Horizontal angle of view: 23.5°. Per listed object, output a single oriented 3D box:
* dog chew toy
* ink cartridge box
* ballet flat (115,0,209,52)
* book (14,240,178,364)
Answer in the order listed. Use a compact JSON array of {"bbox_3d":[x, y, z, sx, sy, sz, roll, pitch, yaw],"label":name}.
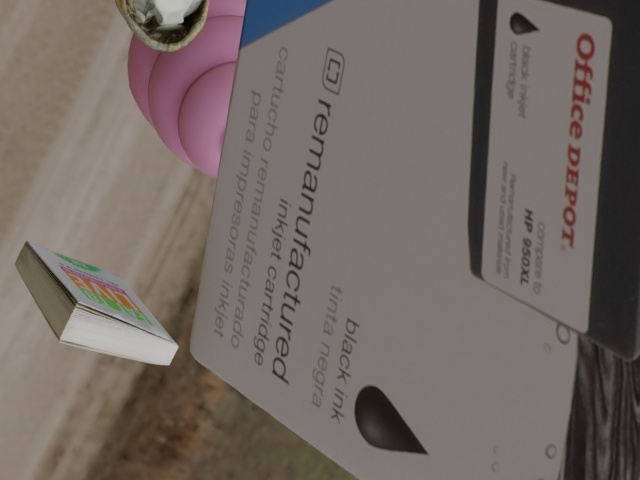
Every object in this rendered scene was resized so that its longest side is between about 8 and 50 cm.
[{"bbox_3d":[-0.103,-0.168,1.704,0.332,0.207,0.206,-115,-139,-62],"label":"dog chew toy"},{"bbox_3d":[0.143,-0.018,0.518,0.166,0.395,0.285,-3,112,-38],"label":"ink cartridge box"},{"bbox_3d":[-0.149,-0.333,1.477,0.123,0.123,0.348,-50,154,-44],"label":"ballet flat"},{"bbox_3d":[-0.181,0.051,1.234,0.096,0.144,0.035,22,99,-32],"label":"book"}]
